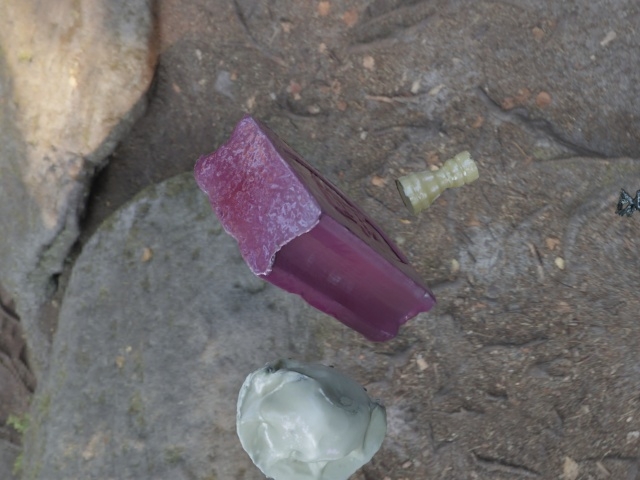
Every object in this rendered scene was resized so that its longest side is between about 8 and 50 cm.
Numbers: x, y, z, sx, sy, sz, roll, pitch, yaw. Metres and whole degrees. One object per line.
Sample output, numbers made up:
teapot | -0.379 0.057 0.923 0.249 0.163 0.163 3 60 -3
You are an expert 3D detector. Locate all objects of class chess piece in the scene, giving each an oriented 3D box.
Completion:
chess piece | 0.185 -0.095 1.128 0.122 0.066 0.066 -28 69 0

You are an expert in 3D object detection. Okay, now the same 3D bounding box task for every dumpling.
dumpling | -0.009 0.261 0.991 0.142 0.247 0.173 19 85 64

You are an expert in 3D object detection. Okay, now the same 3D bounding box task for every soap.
soap | 0.000 0.000 1.034 0.128 0.359 0.233 -42 53 10

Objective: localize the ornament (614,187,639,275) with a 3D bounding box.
ornament | 0.730 -0.023 1.618 0.080 0.236 0.202 -7 112 8
